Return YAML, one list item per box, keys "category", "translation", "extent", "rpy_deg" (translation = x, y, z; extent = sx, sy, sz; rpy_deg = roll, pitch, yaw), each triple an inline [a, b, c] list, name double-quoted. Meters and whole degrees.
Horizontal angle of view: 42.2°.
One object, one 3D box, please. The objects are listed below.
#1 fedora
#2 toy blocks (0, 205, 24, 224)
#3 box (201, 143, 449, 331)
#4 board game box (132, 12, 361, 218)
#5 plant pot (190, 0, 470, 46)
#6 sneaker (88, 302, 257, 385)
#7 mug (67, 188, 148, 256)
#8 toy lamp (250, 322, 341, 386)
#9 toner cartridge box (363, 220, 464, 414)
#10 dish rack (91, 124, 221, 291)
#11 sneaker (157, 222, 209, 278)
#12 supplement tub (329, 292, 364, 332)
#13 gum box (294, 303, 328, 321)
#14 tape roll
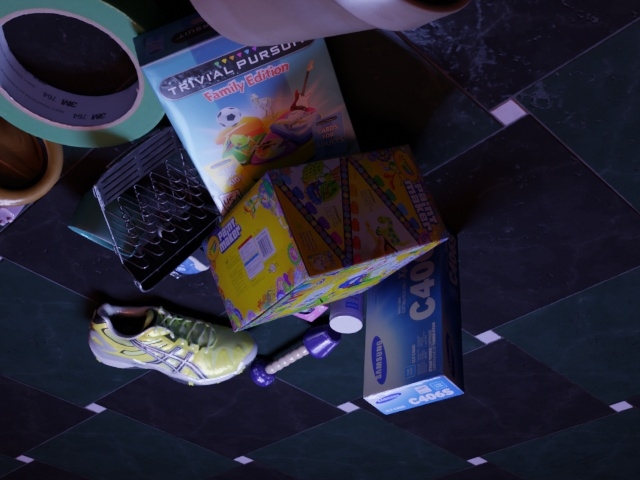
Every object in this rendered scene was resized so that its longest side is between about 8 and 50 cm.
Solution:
- category: "fedora"
  translation: [-0.539, -0.152, 1.413]
  extent: [0.194, 0.194, 0.079]
  rpy_deg: [39, 166, -37]
- category: "toy blocks"
  translation: [-0.727, -0.053, 1.438]
  extent: [0.289, 0.260, 0.309]
  rpy_deg: [-19, 137, 26]
- category: "box"
  translation: [0.000, 0.000, 1.379]
  extent: [0.279, 0.177, 0.290]
  rpy_deg: [-14, 166, -34]
- category: "board game box"
  translation: [-0.096, -0.206, 1.271]
  extent: [0.254, 0.079, 0.336]
  rpy_deg: [-22, 140, 1]
- category: "plant pot"
  translation: [-0.012, -0.362, 0.964]
  extent: [0.323, 0.323, 0.280]
  rpy_deg: [34, 145, -33]
- category: "sneaker"
  translation: [-0.334, 0.226, 1.863]
  extent: [0.385, 0.145, 0.147]
  rpy_deg: [5, 143, -3]
- category: "mug"
  translation: [-0.397, -0.044, 1.546]
  extent: [0.158, 0.097, 0.129]
  rpy_deg: [18, 167, 33]
- category: "toy lamp"
  translation: [-0.056, 0.265, 1.945]
  extent: [0.080, 0.080, 0.275]
  rpy_deg: [29, 139, -29]
- category: "toner cartridge box"
  translation: [0.171, 0.133, 1.531]
  extent: [0.165, 0.347, 0.075]
  rpy_deg: [-24, 133, 30]
- category: "dish rack"
  translation: [-0.284, -0.062, 1.451]
  extent: [0.074, 0.208, 0.271]
  rpy_deg: [31, 148, 25]
- category: "sneaker"
  translation: [-0.298, 0.026, 1.668]
  extent: [0.085, 0.058, 0.152]
  rpy_deg: [-23, 142, 18]
- category: "supplement tub"
  translation: [0.056, 0.131, 1.734]
  extent: [0.071, 0.107, 0.071]
  rpy_deg: [2, 142, 2]
- category: "gum box"
  translation: [-0.042, 0.056, 1.578]
  extent: [0.107, 0.188, 0.062]
  rpy_deg: [23, 137, -24]
- category: "tape roll"
  translation: [-0.382, -0.279, 1.268]
  extent: [0.322, 0.077, 0.321]
  rpy_deg: [2, 142, 1]
